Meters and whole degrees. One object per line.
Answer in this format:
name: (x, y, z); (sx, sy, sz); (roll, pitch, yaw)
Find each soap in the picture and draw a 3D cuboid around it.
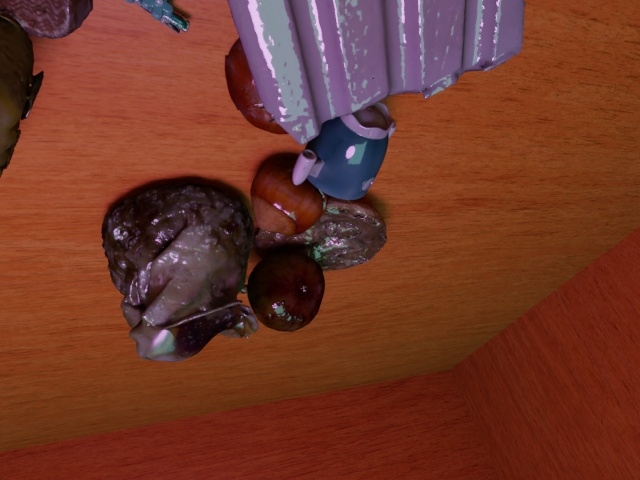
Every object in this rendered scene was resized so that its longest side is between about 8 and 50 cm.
soap: (0.034, -0.386, 0.469); (0.350, 0.213, 0.435); (-19, 137, 1)

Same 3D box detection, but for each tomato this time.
tomato: (-0.064, -0.278, 0.754); (0.225, 0.085, 0.225); (-11, 148, -7)

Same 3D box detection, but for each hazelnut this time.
hazelnut: (-0.077, -0.097, 0.943); (0.182, 0.182, 0.182); (-12, 146, -8)

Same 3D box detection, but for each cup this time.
cup: (0.061, -0.200, 0.839); (0.300, 0.167, 0.173); (-32, 162, -39)

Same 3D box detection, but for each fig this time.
fig: (-0.141, 0.130, 1.151); (0.217, 0.216, 0.321); (16, 172, -39)

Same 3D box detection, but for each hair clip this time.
hair clip: (-0.268, -0.361, 0.588); (0.173, 0.049, 0.049); (20, 132, -40)

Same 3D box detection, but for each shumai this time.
shumai: (-0.328, 0.105, 0.944); (0.395, 0.348, 0.395); (-7, 143, -5)

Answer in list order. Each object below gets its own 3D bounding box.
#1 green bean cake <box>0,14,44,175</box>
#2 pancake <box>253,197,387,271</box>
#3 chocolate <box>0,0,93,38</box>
green bean cake: (-0.563, -0.224, 0.532); (0.285, 0.202, 0.310); (-28, 145, 37)
pancake: (0.001, 0.000, 1.172); (0.387, 0.082, 0.387); (-5, 146, -4)
chocolate: (-0.338, -0.364, 0.476); (0.148, 0.093, 0.214); (28, 135, -13)
